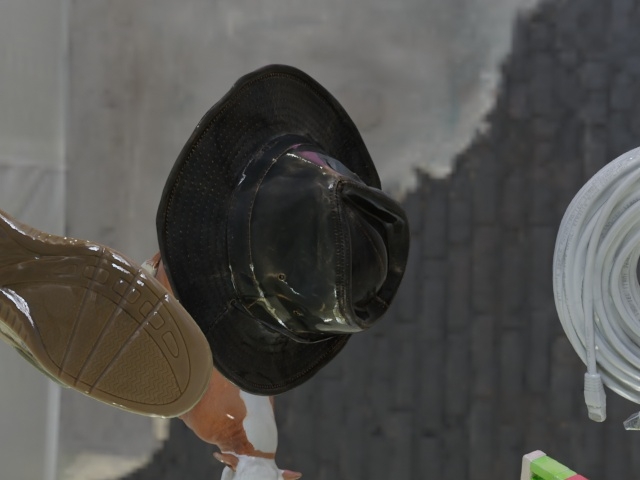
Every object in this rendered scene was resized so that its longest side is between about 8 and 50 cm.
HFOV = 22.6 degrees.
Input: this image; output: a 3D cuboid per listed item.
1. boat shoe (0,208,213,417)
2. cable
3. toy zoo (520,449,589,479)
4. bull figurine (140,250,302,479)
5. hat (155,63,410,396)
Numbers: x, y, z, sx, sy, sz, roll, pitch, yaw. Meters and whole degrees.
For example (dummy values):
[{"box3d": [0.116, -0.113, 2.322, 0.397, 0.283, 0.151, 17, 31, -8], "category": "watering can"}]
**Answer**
[{"box3d": [-0.200, 0.046, 1.223, 0.105, 0.285, 0.089, -56, -16, -11], "category": "boat shoe"}, {"box3d": [0.346, 0.031, 1.492, 0.089, 0.257, 0.257, -66, -39, -75], "category": "cable"}, {"box3d": [0.347, 0.397, 1.919, 0.030, 0.293, 0.192, -15, -63, -35], "category": "toy zoo"}, {"box3d": [-0.118, 0.142, 1.717, 0.188, 0.101, 0.310, -8, 93, 58], "category": "bull figurine"}, {"box3d": [0.000, 0.000, 1.533, 0.331, 0.134, 0.331, -12, -73, -47], "category": "hat"}]
